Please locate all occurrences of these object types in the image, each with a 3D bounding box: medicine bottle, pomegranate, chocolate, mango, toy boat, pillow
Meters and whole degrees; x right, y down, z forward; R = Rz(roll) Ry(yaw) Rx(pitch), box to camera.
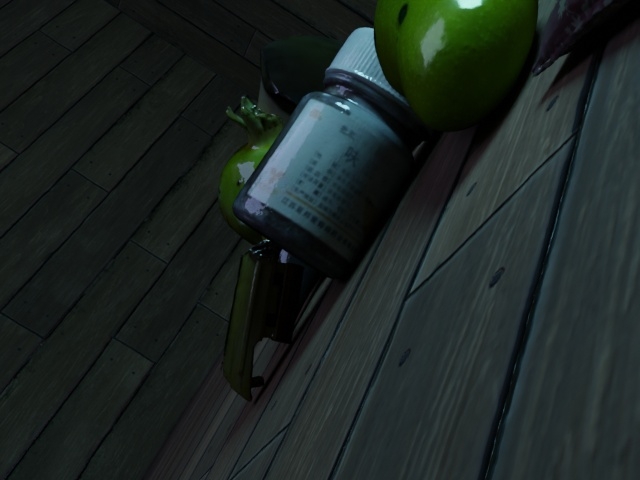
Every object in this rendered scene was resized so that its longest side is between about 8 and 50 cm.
[{"bbox_3d":[0.029,-0.103,0.936,0.273,0.165,0.165,-56,4,-3],"label":"medicine bottle"},{"bbox_3d":[-0.092,-0.124,1.546,0.261,0.340,0.260,-20,22,9],"label":"pomegranate"},{"bbox_3d":[0.008,-0.268,1.750,0.326,0.314,0.297,-114,28,-47],"label":"chocolate"},{"bbox_3d":[0.126,-0.200,0.732,0.175,0.143,0.293,-57,13,28],"label":"mango"},{"bbox_3d":[-0.075,0.100,1.023,0.068,0.088,0.225,118,161,-82],"label":"toy boat"},{"bbox_3d":[0.182,-0.173,0.461,0.118,0.043,0.185,-60,4,-14],"label":"pillow"}]

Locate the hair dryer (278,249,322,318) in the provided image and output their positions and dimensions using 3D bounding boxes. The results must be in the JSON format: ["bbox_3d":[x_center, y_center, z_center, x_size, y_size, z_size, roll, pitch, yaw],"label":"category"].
[{"bbox_3d":[0.002,0.005,1.079,0.271,0.091,0.235,-45,21,54],"label":"hair dryer"}]

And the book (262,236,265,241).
[{"bbox_3d":[-0.070,0.041,1.380,0.118,0.012,0.172,129,135,-54],"label":"book"}]
